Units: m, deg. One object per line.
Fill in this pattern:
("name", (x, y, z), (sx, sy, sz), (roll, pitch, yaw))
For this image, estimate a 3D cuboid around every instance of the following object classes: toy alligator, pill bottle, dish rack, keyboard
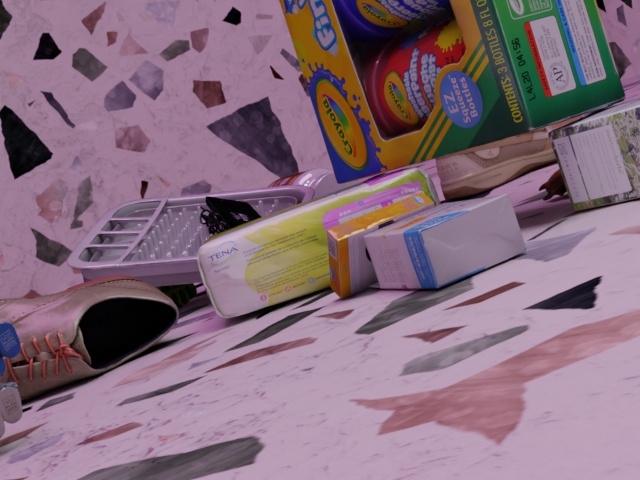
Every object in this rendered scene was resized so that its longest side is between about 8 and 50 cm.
("toy alligator", (-0.246, 0.090, 1.826), (0.189, 0.056, 0.051), (-24, 47, -32))
("pill bottle", (-0.015, -0.059, 2.093), (0.121, 0.121, 0.216), (-22, 5, -23))
("dish rack", (-0.179, 0.004, 1.816), (0.332, 0.072, 0.285), (-6, 20, 10))
("keyboard", (-0.124, -0.019, 1.733), (0.100, 0.038, 0.192), (10, 13, -20))

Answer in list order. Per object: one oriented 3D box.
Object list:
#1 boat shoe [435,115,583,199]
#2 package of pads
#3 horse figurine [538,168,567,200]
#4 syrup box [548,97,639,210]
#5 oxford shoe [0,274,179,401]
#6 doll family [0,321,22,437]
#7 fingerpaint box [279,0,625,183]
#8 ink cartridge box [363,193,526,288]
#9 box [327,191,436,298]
("boat shoe", (0.318, -0.166, 2.007), (0.341, 0.110, 0.121), (-24, 7, -40))
("package of pads", (0.000, 0.000, 1.518), (0.296, 0.101, 0.229), (-20, 4, 0))
("horse figurine", (0.387, -0.113, 1.435), (0.174, 0.066, 0.263), (-16, 1, -23))
("syrup box", (0.361, -0.104, 1.266), (0.096, 0.093, 0.237), (-23, 6, -39))
("oxford shoe", (-0.326, 0.119, 1.407), (0.348, 0.123, 0.130), (-24, 11, -28))
("doll family", (-0.379, 0.179, 1.132), (0.163, 0.118, 0.263), (-3, 31, 44))
("fingerpaint box", (0.108, -0.319, 1.442), (0.163, 0.445, 0.371), (-20, 5, -33))
("ink cartridge box", (0.114, 0.003, 1.245), (0.104, 0.062, 0.181), (-21, 5, -19))
("box", (0.072, 0.002, 1.321), (0.136, 0.081, 0.028), (-23, 42, -23))
